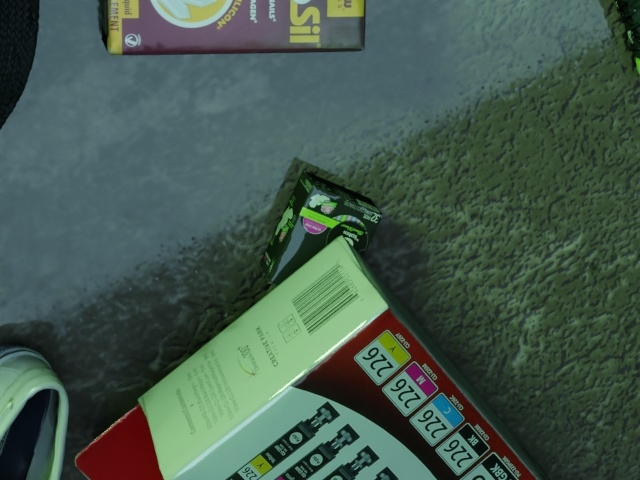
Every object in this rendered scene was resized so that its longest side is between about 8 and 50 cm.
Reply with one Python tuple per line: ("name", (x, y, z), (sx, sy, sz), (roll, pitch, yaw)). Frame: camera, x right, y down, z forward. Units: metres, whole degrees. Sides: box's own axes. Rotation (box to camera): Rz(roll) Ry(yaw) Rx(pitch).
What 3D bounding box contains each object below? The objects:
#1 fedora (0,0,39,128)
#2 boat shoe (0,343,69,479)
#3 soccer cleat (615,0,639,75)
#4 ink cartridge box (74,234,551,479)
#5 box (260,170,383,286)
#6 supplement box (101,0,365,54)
("fedora", (-0.290, -0.142, 1.301), (0.153, 0.334, 0.334), (2, 106, -41))
("boat shoe", (-0.252, 0.210, 1.448), (0.095, 0.084, 0.258), (4, 106, -33))
("soccer cleat", (0.258, -0.161, 1.457), (0.179, 0.060, 0.072), (40, 97, -19))
("ink cartridge box", (0.015, 0.204, 1.448), (0.272, 0.130, 0.309), (-39, 118, 4))
("box", (0.000, 0.000, 1.461), (0.062, 0.052, 0.083), (23, 101, -15))
("supplement box", (-0.064, -0.191, 1.386), (0.188, 0.081, 0.104), (-2, 104, -9))
